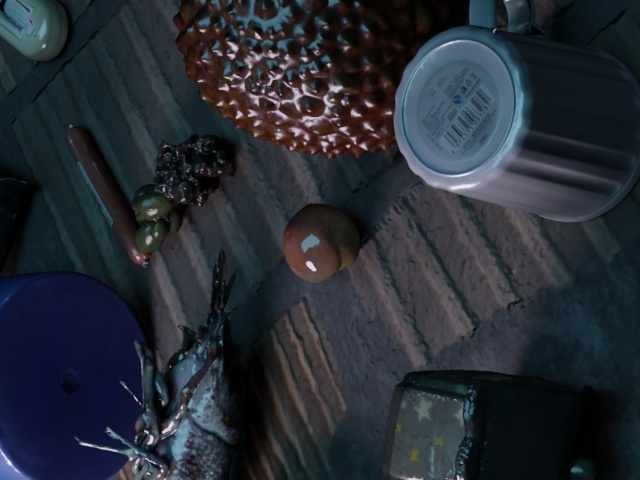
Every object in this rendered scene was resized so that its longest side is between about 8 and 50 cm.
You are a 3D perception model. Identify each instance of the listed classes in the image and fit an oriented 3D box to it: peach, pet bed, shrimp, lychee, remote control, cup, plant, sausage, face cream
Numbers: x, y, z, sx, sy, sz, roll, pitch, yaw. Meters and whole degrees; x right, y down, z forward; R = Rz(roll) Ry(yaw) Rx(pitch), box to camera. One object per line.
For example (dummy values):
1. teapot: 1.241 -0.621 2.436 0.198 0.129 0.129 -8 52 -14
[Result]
1. peach: -0.001 0.002 1.909 0.083 0.083 0.083 -4 84 41
2. pet bed: 0.166 0.228 1.684 0.159 0.183 0.211 8 90 47
3. shrimp: -0.158 0.194 1.974 0.137 0.172 0.372 5 97 46
4. lychee: -0.003 -0.218 1.806 0.304 0.275 0.276 39 113 13
5. remote control: -0.387 -0.294 2.292 0.221 0.042 0.078 39 112 36
6. cup: 0.167 -0.126 1.692 0.167 0.202 0.221 -51 58 23
7. plant: -0.160 -0.057 2.057 0.174 0.087 0.085 -48 23 32
8. sausage: -0.250 -0.054 2.163 0.029 0.029 0.223 -47 59 28
9. face cream: -0.351 0.164 2.090 0.225 0.249 0.249 -9 81 41

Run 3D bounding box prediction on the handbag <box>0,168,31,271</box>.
1. handbag: -0.478 -0.021 2.325 0.254 0.088 0.211 26 102 35
